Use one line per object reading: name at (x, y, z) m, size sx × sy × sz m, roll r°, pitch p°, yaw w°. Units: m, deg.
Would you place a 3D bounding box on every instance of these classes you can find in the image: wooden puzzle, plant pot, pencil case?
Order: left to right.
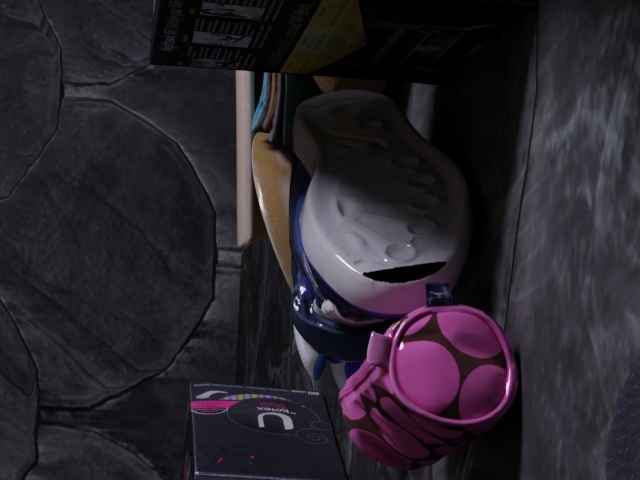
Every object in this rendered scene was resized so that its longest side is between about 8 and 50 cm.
wooden puzzle at (-0.027, -0.120, 1.714) m, size 0.238 × 0.044 × 0.221 m, roll -30°, pitch -58°, yaw -65°
plant pot at (0.000, 0.000, 1.595) m, size 0.236 × 0.032 × 0.236 m, roll 60°, pitch -165°, yaw -28°
pencil case at (0.066, 0.101, 1.139) m, size 0.209 × 0.098 × 0.095 m, roll 112°, pitch 160°, yaw -71°

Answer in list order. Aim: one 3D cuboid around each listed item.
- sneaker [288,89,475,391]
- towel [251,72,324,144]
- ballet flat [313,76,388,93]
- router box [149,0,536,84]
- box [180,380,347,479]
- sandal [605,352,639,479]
sneaker at (0.045, 0.044, 1.306) m, size 0.323 × 0.130 × 0.236 m, roll -109°, pitch 14°, yaw -61°
towel at (0.004, -0.287, 1.620) m, size 0.271 × 0.040 × 0.370 m, roll -20°, pitch -65°, yaw -69°
ballet flat at (0.053, -0.295, 1.493) m, size 0.124 × 0.116 × 0.343 m, roll -1°, pitch 82°, yaw 63°
router box at (0.003, -0.183, 1.205) m, size 0.309 × 0.242 × 0.081 m, roll 151°, pitch 122°, yaw -81°
box at (-0.070, 0.272, 1.858) m, size 0.270 × 0.165 × 0.143 m, roll -112°, pitch 27°, yaw -73°
sandal at (0.156, 0.125, 0.647) m, size 0.254 × 0.054 × 0.097 m, roll -80°, pitch 6°, yaw -58°
